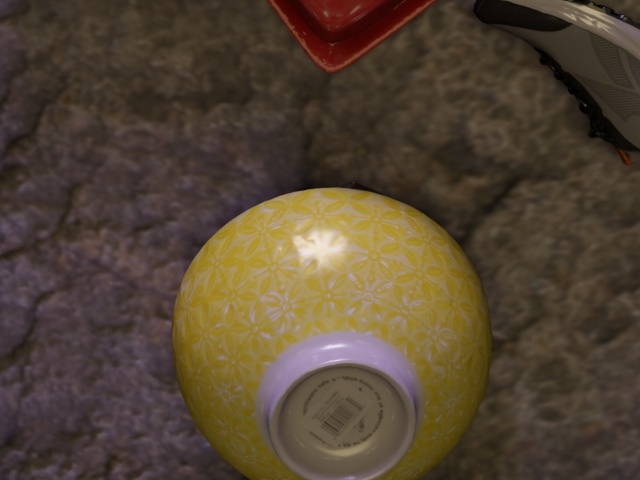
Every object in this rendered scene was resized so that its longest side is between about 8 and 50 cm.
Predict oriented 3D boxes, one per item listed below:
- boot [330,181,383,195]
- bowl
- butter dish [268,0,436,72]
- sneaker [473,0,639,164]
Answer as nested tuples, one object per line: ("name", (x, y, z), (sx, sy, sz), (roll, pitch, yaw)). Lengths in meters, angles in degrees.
("boot", (0.000, 0.000, 0.958), (0.107, 0.037, 0.114), (3, 102, -9))
("bowl", (0.013, 0.116, 0.889), (0.290, 0.156, 0.289), (-1, 111, -2))
("butter dish", (0.021, -0.242, 0.876), (0.160, 0.118, 0.160), (-36, 96, 8))
("sneaker", (0.247, -0.132, 0.896), (0.272, 0.100, 0.108), (29, 105, -3))
